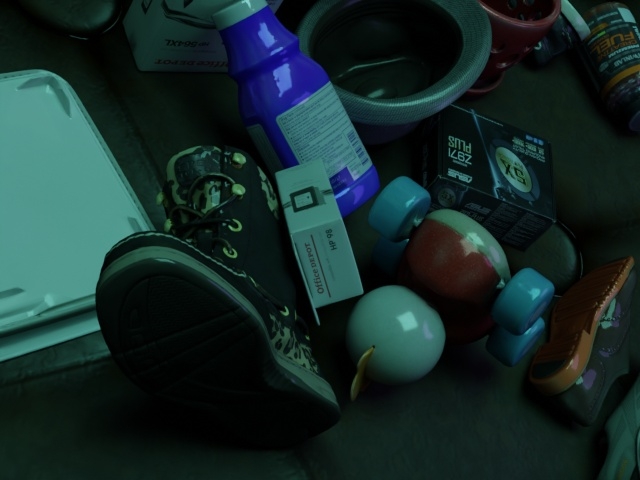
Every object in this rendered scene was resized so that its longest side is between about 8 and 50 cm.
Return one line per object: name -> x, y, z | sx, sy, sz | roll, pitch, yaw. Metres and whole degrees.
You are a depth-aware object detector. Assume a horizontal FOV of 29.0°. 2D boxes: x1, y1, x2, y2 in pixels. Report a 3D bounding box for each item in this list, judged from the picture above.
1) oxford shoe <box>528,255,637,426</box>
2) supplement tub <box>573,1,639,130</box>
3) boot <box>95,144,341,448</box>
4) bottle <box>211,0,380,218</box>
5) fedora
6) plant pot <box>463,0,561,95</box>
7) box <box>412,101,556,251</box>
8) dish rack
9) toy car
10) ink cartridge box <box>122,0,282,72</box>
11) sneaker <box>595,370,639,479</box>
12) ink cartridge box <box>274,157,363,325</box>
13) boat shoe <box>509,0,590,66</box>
oxford shoe -> 0.351, 0.124, 1.582 | 0.098, 0.097, 0.271 | 50, 50, -14
supplement tub -> 0.472, -0.268, 1.930 | 0.106, 0.106, 0.198 | -2, 57, -32
boot -> -0.113, 0.025, 1.249 | 0.377, 0.138, 0.284 | 44, 25, -50
bottle -> -0.036, -0.157, 1.477 | 0.118, 0.092, 0.283 | -39, 107, -34
fedora -> 0.086, -0.225, 1.631 | 0.243, 0.124, 0.275 | 31, 57, 17
plant pot -> 0.219, -0.319, 1.769 | 0.191, 0.174, 0.191 | 16, 50, -20
box -> 0.218, -0.089, 1.659 | 0.180, 0.077, 0.147 | 20, 49, -17
dish rack -> -0.323, -0.049, 1.315 | 0.285, 0.072, 0.333 | -17, 67, -39
toy car -> 0.104, 0.095, 1.415 | 0.219, 0.210, 0.238 | 39, 74, 19
ink cartridge box -> -0.136, -0.299, 1.524 | 0.148, 0.203, 0.086 | -4, 60, -32
sneaker -> 0.399, 0.209, 1.515 | 0.100, 0.108, 0.271 | 55, 42, -27
ink cartridge box -> 0.000, 0.000, 1.365 | 0.060, 0.104, 0.180 | -17, 32, 0
boat shoe -> 0.261, -0.406, 1.909 | 0.340, 0.113, 0.127 | 46, 7, -3
